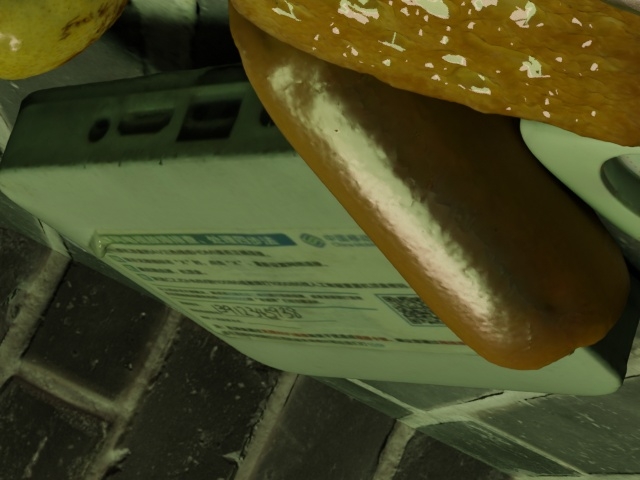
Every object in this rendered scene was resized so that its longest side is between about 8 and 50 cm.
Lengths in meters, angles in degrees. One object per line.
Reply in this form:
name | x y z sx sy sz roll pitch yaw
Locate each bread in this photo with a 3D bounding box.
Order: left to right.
bread | 0.063 -0.128 0.551 0.235 0.099 0.210 18 169 10

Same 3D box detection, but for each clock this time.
clock | 0.208 -0.038 0.702 0.151 0.062 0.191 36 165 -36

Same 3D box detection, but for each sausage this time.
sausage | 0.051 -0.058 0.770 0.328 0.112 0.112 48 160 -22

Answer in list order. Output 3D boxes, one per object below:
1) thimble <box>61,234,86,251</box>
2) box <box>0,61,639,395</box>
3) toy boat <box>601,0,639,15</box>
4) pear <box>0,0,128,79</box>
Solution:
thimble | -0.164 -0.037 1.303 0.118 0.151 0.127 30 127 -4
box | 0.001 -0.001 1.072 0.396 0.111 0.396 -1 153 39
toy boat | 0.207 -0.101 0.283 0.445 0.136 0.162 21 126 33
pear | -0.177 -0.165 0.718 0.178 0.178 0.178 25 169 5
